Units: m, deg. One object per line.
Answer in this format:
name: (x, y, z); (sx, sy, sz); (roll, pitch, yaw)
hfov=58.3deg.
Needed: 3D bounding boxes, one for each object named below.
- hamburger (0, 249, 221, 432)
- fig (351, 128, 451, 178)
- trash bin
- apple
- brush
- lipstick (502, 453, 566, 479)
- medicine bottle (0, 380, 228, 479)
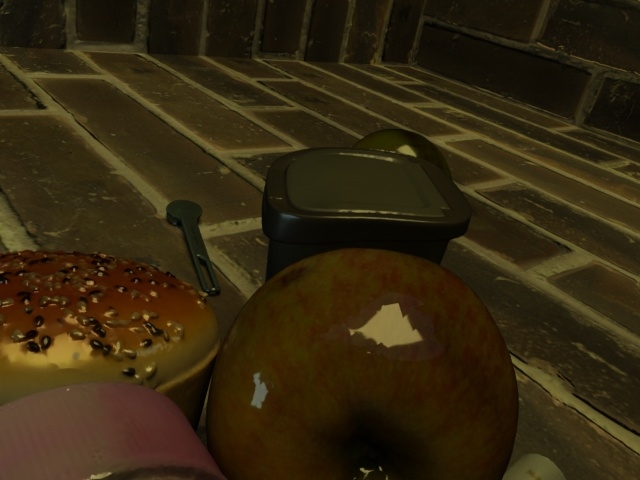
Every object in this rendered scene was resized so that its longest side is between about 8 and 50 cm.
hamburger: (-0.235, 0.101, 0.491); (0.300, 0.176, 0.300); (1, 14, 0)
fig: (0.154, -0.107, 1.081); (0.230, 0.207, 0.207); (1, 28, -29)
trash bin: (0.030, 0.037, 0.690); (0.219, 0.250, 0.220); (8, 27, -7)
apple: (0.033, 0.137, 0.477); (0.264, 0.264, 0.264); (10, 26, -5)
brush: (-0.200, 0.008, 0.913); (0.062, 0.027, 0.266); (-1, 33, -24)
lipstick: (0.133, 0.266, 0.495); (0.264, 0.059, 0.059); (-16, 37, -42)
medicine bottle: (-0.087, 0.247, 0.273); (0.212, 0.212, 0.325); (-9, 34, -36)
